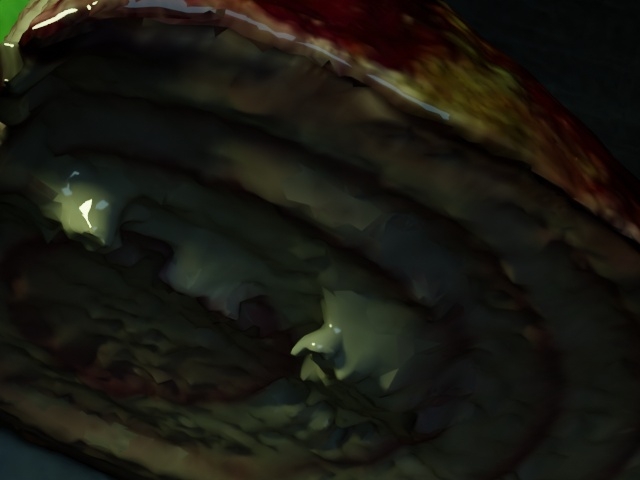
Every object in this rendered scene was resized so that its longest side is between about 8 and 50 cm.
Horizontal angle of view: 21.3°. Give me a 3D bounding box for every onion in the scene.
[{"bbox_3d":[0.000,0.000,0.555,0.280,0.314,0.146,24,58,-20],"label":"onion"}]

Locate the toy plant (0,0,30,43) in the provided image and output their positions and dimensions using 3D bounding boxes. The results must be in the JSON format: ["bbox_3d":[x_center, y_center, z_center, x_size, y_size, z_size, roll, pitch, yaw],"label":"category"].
[{"bbox_3d":[-0.129,-0.261,0.601,0.356,0.210,0.317,38,71,-19],"label":"toy plant"}]
